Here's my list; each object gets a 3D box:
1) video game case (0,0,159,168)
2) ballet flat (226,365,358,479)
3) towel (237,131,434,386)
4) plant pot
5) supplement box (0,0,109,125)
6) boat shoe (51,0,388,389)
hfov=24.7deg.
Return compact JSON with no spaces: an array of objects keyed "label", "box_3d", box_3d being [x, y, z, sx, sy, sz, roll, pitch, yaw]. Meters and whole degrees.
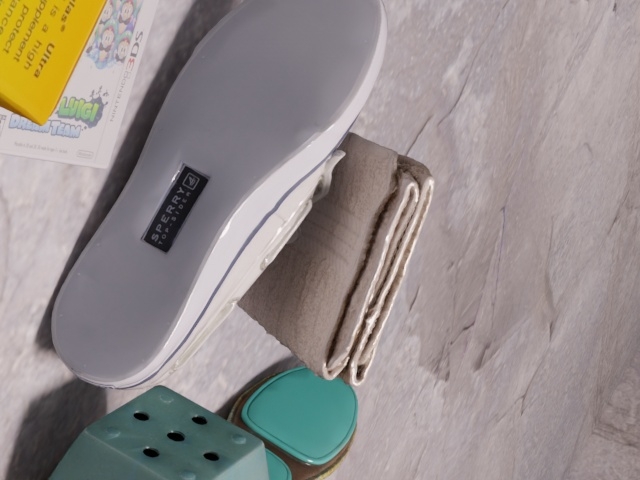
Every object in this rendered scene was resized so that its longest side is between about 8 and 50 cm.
[{"label":"video game case","box_3d":[-0.169,-0.123,0.981,0.157,0.019,0.143,5,104,-66]},{"label":"ballet flat","box_3d":[-0.061,0.228,1.394,0.348,0.123,0.123,-49,153,-65]},{"label":"towel","box_3d":[0.000,0.000,1.221,0.049,0.282,0.187,19,93,-23]},{"label":"plant pot","box_3d":[-0.137,0.248,1.146,0.165,0.166,0.234,-29,141,-57]},{"label":"supplement box","box_3d":[-0.220,-0.217,0.563,0.195,0.194,0.356,-65,157,-8]},{"label":"boat shoe","box_3d":[-0.060,-0.036,1.145,0.367,0.136,0.156,-59,164,-4]}]
